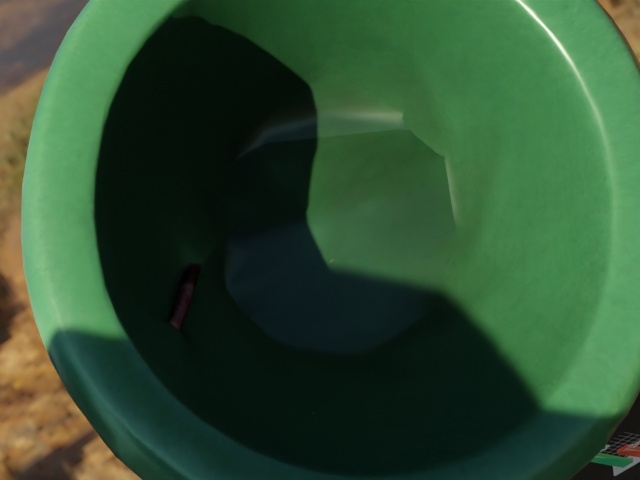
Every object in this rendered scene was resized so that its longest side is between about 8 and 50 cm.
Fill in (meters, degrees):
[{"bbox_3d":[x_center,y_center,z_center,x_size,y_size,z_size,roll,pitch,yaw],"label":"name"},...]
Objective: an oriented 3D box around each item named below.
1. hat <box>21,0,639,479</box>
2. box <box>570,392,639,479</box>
[{"bbox_3d":[0.000,0.000,0.536,0.173,0.208,0.183,6,-16,-5],"label":"hat"},{"bbox_3d":[0.123,0.125,0.779,0.295,0.293,0.073,-58,29,38],"label":"box"}]
